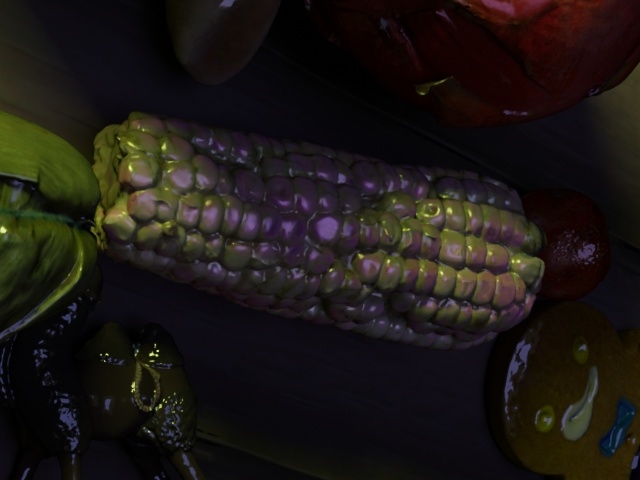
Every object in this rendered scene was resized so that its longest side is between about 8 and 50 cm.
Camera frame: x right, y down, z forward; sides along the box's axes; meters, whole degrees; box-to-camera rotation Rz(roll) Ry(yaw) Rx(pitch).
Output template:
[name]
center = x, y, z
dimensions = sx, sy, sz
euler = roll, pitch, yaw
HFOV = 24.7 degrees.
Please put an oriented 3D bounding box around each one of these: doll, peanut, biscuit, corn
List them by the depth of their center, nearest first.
[doll]
center = -0.131, 0.091, 0.864
dimensions = 0.139, 0.057, 0.165
euler = 0, 90, -36
[peanut]
center = -0.054, -0.168, 0.889
dimensions = 0.076, 0.076, 0.152
euler = 17, 83, -39
[corn]
center = 0.002, -0.001, 0.921
dimensions = 0.335, 0.127, 0.126
euler = 9, 88, -37
[biscuit]
center = 0.216, 0.140, 1.160
dimensions = 0.236, 0.039, 0.180
euler = 37, 72, -33

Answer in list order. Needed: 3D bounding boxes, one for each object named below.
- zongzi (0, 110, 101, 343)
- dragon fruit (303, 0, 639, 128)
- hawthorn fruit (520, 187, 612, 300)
[zongzi]
center = -0.248, 0.049, 0.721
dimensions = 0.251, 0.125, 0.274
euler = 17, 87, -30
[dragon fruit]
center = 0.111, -0.186, 0.926
dimensions = 0.252, 0.241, 0.241
euler = 24, 77, -70
[hawthorn fruit]
center = 0.169, 0.005, 1.081
dimensions = 0.093, 0.093, 0.093
euler = -4, 97, -39
